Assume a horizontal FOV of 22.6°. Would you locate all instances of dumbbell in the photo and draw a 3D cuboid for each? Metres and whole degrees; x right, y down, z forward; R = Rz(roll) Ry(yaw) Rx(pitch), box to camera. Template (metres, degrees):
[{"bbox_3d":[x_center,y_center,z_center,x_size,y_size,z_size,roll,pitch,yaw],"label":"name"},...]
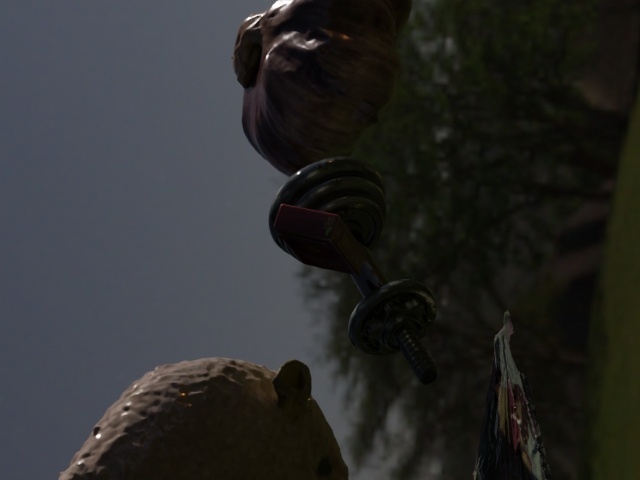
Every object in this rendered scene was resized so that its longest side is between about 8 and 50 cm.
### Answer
[{"bbox_3d":[0.038,0.029,1.351,0.110,0.110,0.254,86,161,-45],"label":"dumbbell"}]

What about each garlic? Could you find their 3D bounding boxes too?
[{"bbox_3d":[-0.008,-0.190,1.664,0.245,0.160,0.245,-55,15,23],"label":"garlic"}]

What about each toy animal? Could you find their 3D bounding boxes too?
[{"bbox_3d":[-0.126,0.239,1.723,0.358,0.188,0.226,2,-94,-37],"label":"toy animal"}]

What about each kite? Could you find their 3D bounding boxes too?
[{"bbox_3d":[0.142,0.182,1.174,0.323,0.013,0.268,-126,31,-78],"label":"kite"}]

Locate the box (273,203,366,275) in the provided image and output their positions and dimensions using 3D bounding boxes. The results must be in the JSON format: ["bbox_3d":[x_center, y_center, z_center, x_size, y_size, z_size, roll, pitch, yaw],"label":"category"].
[{"bbox_3d":[0.000,0.000,1.284,0.082,0.051,0.023,52,-128,-61],"label":"box"}]
